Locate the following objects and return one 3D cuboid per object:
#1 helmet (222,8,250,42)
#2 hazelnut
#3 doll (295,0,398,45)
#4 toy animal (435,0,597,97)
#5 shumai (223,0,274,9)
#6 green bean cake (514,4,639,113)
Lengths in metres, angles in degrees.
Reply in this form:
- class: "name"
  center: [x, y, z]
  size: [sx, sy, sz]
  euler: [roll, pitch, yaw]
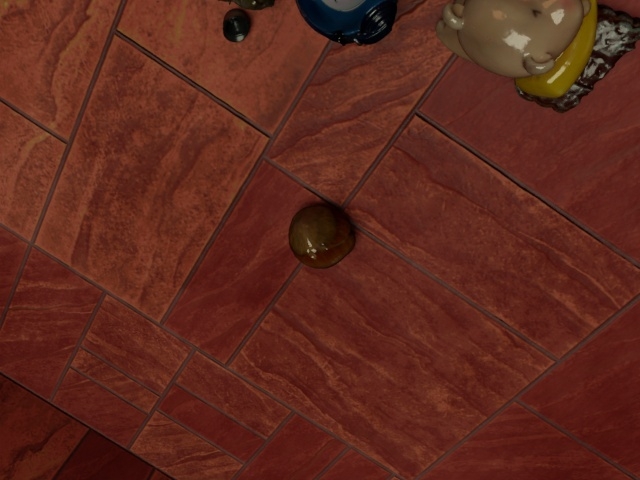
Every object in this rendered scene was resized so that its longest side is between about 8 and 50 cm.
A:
- class: "helmet"
  center: [-0.202, -0.518, 1.514]
  size: [0.065, 0.049, 0.084]
  euler: [-2, 154, -21]
- class: "hazelnut"
  center: [0.000, 0.000, 1.689]
  size: [0.182, 0.182, 0.182]
  euler: [7, 121, 12]
- class: "doll"
  center: [0.079, -0.560, 1.302]
  size: [0.310, 0.240, 0.284]
  euler: [-44, 75, 20]
- class: "toy animal"
  center: [0.358, -0.447, 1.220]
  size: [0.345, 0.247, 0.277]
  euler: [46, 129, 33]
- class: "shumai"
  center: [-0.200, -0.591, 1.413]
  size: [0.175, 0.166, 0.206]
  euler: [-14, 90, 32]
- class: "green bean cake"
  center: [0.534, -0.387, 1.348]
  size: [0.198, 0.097, 0.232]
  euler: [24, 122, 2]
